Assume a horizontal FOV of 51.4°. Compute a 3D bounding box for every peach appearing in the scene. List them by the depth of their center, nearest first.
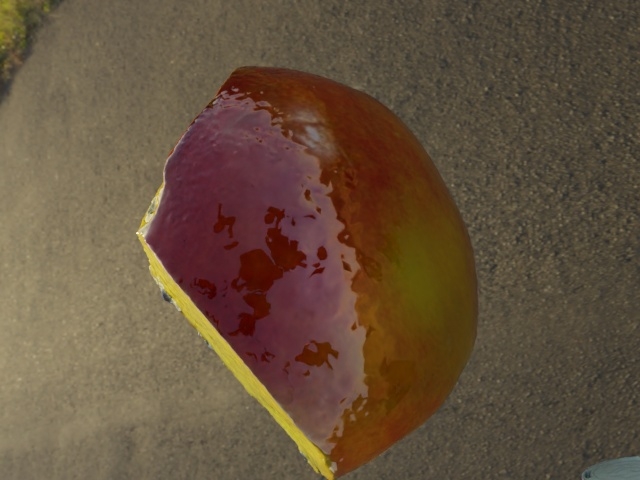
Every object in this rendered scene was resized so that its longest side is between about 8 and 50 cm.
[{"bbox_3d":[0.000,0.000,0.635,0.380,0.306,0.242,52,156,10],"label":"peach"}]

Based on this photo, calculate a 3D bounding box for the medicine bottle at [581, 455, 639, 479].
[{"bbox_3d":[0.231,0.260,0.436,0.074,0.074,0.218,-16,81,47],"label":"medicine bottle"}]
